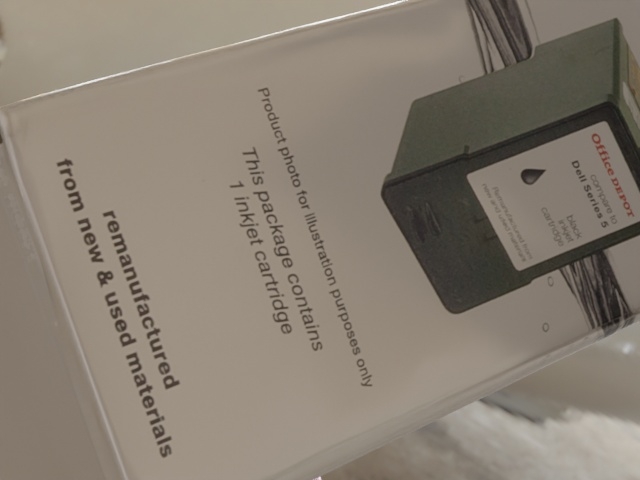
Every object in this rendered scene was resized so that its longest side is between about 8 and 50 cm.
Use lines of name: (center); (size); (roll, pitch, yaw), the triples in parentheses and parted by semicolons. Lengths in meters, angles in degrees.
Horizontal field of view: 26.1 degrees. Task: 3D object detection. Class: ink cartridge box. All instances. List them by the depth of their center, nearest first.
ink cartridge box: (0.000, 0.000, 0.462); (0.272, 0.115, 0.198); (-20, 1, -33)

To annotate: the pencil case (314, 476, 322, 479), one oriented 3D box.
pencil case: (-0.046, 0.261, 1.122); (0.160, 0.167, 0.386); (-2, 38, -16)
